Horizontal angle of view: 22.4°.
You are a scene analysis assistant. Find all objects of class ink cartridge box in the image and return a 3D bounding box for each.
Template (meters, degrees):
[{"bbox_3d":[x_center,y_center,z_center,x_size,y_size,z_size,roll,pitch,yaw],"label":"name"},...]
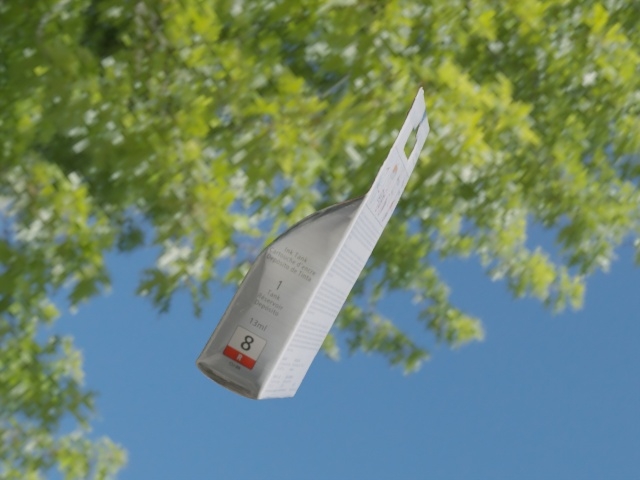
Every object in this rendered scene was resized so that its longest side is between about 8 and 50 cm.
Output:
[{"bbox_3d":[0.000,0.000,0.874,0.045,0.145,0.179,25,-92,7],"label":"ink cartridge box"}]
